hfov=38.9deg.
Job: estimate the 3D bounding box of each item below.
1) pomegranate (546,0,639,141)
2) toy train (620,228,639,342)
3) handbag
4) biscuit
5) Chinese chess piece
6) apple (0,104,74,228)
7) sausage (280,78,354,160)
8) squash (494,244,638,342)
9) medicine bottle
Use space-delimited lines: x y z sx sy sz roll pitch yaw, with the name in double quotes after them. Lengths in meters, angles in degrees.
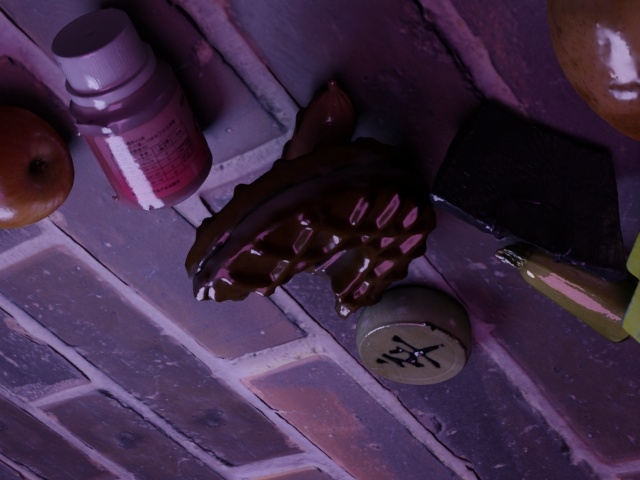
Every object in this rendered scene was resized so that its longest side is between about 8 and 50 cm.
0.367 -0.235 0.821 0.321 0.322 0.322 7 138 6 "pomegranate"
0.518 0.030 1.086 0.179 0.272 0.442 -27 144 -24 "toy train"
0.262 -0.057 1.118 0.270 0.175 0.089 21 140 -10 "handbag"
0.017 -0.011 1.170 0.268 0.115 0.366 -46 152 27 "biscuit"
0.149 0.157 1.453 0.188 0.083 0.188 5 139 4 "Chinese chess piece"
-0.451 -0.097 1.259 0.199 0.199 0.199 7 138 6 "apple"
-0.040 -0.055 1.265 0.087 0.088 0.433 19 138 -7 "sausage"
0.354 0.061 1.307 0.224 0.094 0.094 26 137 -5 "squash"
-0.239 -0.163 1.150 0.147 0.147 0.247 -4 136 17 "medicine bottle"
